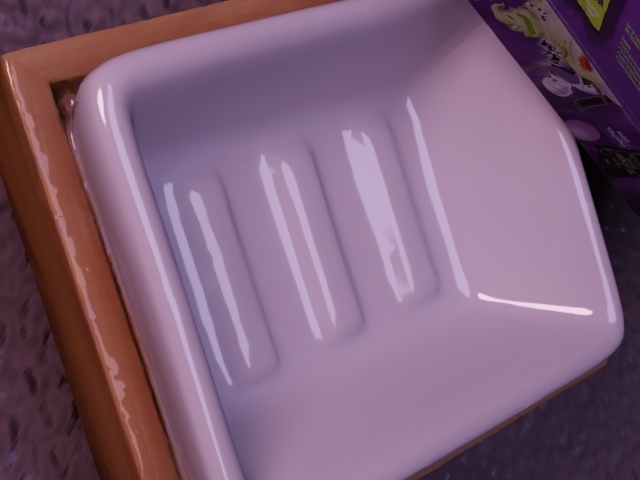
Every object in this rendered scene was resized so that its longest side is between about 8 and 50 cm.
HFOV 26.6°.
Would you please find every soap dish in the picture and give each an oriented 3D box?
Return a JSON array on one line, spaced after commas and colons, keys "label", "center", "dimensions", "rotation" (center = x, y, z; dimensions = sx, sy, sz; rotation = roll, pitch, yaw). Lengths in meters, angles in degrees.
[{"label": "soap dish", "center": [0.000, 0.000, 0.629], "dimensions": [0.291, 0.118, 0.229], "rotation": [-22, 96, -40]}]

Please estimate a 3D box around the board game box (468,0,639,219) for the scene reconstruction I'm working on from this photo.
[{"label": "board game box", "center": [0.179, -0.134, 0.689], "dimensions": [0.347, 0.056, 0.208], "rotation": [43, 65, -39]}]
